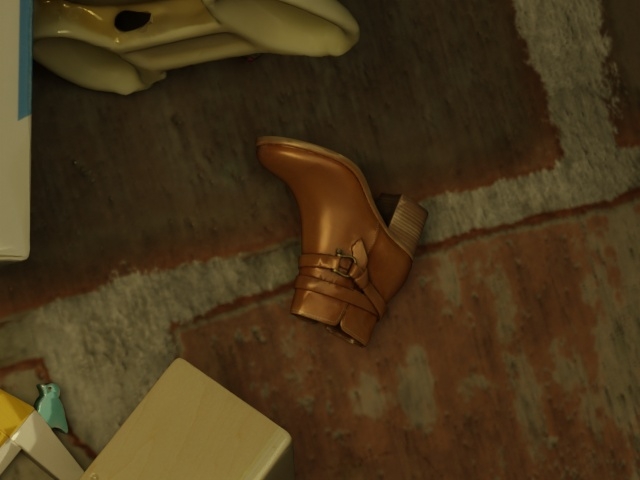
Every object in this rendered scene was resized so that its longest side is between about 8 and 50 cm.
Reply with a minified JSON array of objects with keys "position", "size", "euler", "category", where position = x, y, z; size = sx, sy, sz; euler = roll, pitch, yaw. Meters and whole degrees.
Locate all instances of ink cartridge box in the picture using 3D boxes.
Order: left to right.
[{"position":[-0.322,-0.081,1.172],"size":[0.129,0.307,0.223],"euler":[2,84,-26],"category":"ink cartridge box"}]

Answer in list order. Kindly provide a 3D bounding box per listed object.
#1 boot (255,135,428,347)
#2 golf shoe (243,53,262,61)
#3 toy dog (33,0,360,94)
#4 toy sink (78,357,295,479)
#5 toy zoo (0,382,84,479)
[{"position":[0.000,0.000,1.435],"size":[0.197,0.073,0.152],"euler":[29,78,-16],"category":"boot"},{"position":[-0.037,-0.263,1.446],"size":[0.086,0.067,0.186],"euler":[42,70,-13],"category":"golf shoe"},{"position":[-0.163,-0.369,1.256],"size":[0.395,0.284,0.408],"euler":[19,66,-51],"category":"toy dog"},{"position":[-0.117,0.225,1.312],"size":[0.131,0.234,0.153],"euler":[33,71,14],"category":"toy sink"},{"position":[-0.323,0.235,1.288],"size":[0.192,0.030,0.293],"euler":[43,70,-14],"category":"toy zoo"}]
